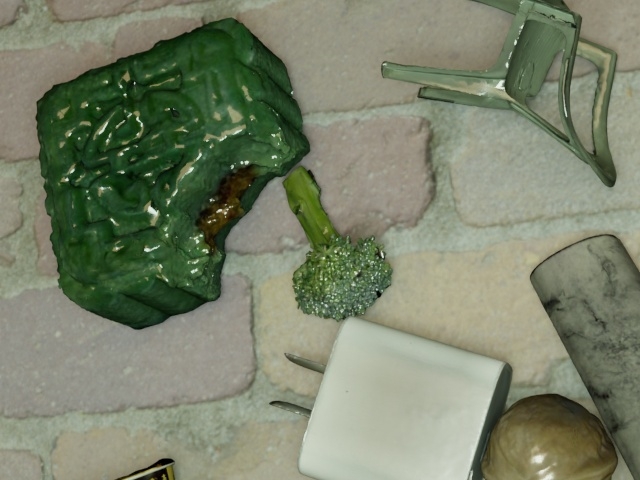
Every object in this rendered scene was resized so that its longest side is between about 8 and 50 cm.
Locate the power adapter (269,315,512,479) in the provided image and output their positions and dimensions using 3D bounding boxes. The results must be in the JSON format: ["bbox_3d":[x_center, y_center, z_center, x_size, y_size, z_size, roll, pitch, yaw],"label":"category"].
[{"bbox_3d":[0.067,0.192,1.322,0.255,0.124,0.187,15,80,19],"label":"power adapter"}]

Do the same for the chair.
[{"bbox_3d":[0.226,-0.191,1.332,0.274,0.203,0.191,21,95,27],"label":"chair"}]

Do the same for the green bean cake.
[{"bbox_3d":[-0.172,-0.078,1.413,0.307,0.169,0.300,-20,70,15],"label":"green bean cake"}]

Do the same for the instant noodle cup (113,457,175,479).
[{"bbox_3d":[-0.218,0.331,1.362,0.151,0.151,0.122,-24,81,9],"label":"instant noodle cup"}]

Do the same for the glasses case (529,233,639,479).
[{"bbox_3d":[0.328,0.128,1.244,0.114,0.060,0.299,-27,51,8],"label":"glasses case"}]

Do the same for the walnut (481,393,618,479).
[{"bbox_3d":[0.235,0.229,1.223,0.140,0.162,0.140,8,106,32],"label":"walnut"}]

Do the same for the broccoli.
[{"bbox_3d":[0.002,-0.001,1.407,0.118,0.122,0.204,-22,58,-6],"label":"broccoli"}]
